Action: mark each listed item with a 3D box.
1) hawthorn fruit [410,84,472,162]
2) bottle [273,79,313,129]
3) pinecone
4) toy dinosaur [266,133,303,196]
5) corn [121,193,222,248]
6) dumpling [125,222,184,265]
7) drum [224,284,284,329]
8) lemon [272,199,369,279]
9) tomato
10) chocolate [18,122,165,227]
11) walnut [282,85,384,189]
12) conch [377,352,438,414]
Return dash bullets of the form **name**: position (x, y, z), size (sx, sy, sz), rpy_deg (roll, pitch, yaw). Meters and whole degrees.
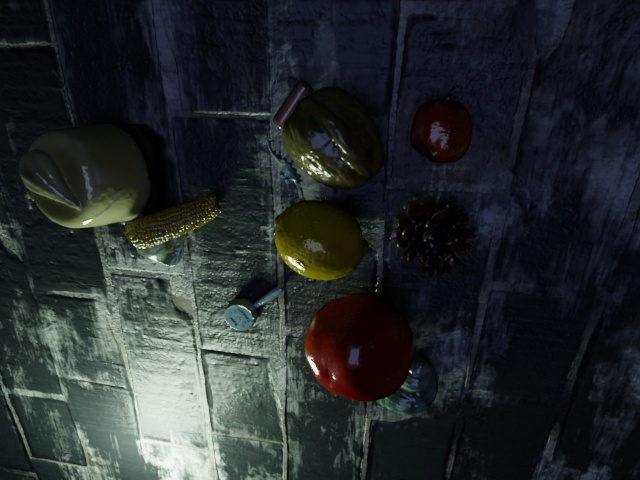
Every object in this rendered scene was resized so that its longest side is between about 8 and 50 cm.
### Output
- **hawthorn fruit**: position (0.315, -0.299, 1.064), size (0.157, 0.157, 0.193), rpy_deg (12, 118, 5)
- **bottle**: position (-0.077, -0.377, 1.160), size (0.053, 0.053, 0.140), rpy_deg (38, 115, -7)
- **pinecone**: position (0.328, -0.006, 1.172), size (0.229, 0.201, 0.202), rpy_deg (4, 132, -18)
- **toy dinosaur**: position (-0.105, -0.218, 1.220), size (0.039, 0.082, 0.208), rpy_deg (-29, 103, 17)
- **corn**: position (-0.464, -0.057, 1.312), size (0.311, 0.101, 0.101), rpy_deg (-23, 109, -8)
- **dumpling**: position (-0.553, -0.005, 1.386), size (0.219, 0.108, 0.152), rpy_deg (37, 115, -9)
- **drum**: position (-0.222, 0.245, 1.464), size (0.254, 0.049, 0.129), rpy_deg (-18, 109, 18)
- **lemon**: position (-0.005, -0.001, 1.218), size (0.264, 0.236, 0.235), rpy_deg (17, 117, 25)
- **tomato**: position (0.119, 0.332, 1.302), size (0.293, 0.290, 0.324), rpy_deg (3, 114, 39)
- **chocolate**: position (-0.672, -0.178, 1.218), size (0.327, 0.297, 0.313), rpy_deg (6, 109, 9)
- **walnut**: position (0.036, -0.260, 1.096), size (0.227, 0.283, 0.283), rpy_deg (-44, 101, -7)
- **conch**: position (0.291, 0.477, 1.414), size (0.220, 0.196, 0.277), rpy_deg (48, 144, 19)
